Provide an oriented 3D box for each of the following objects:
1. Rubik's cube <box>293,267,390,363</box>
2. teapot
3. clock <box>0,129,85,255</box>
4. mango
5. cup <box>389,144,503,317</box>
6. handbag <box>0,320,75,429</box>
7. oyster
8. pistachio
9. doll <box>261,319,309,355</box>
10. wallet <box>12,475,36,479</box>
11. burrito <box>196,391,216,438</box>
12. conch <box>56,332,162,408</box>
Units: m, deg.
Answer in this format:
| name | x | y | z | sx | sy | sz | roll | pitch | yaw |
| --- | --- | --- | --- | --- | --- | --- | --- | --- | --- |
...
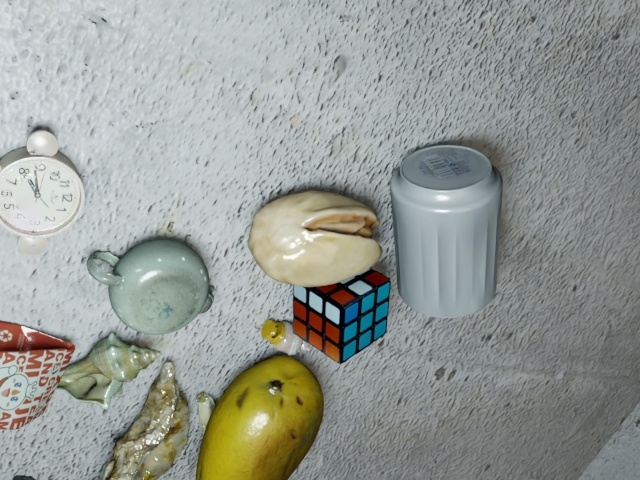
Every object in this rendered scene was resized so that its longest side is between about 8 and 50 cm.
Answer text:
| name | x | y | z | sx | sy | sz | roll | pitch | yaw |
| --- | --- | --- | --- | --- | --- | --- | --- | --- | --- |
| Rubik's cube | 0.044 | 0.146 | 1.541 | 0.162 | 0.163 | 0.161 | -25 | 130 | -36 |
| teapot | -0.315 | 0.086 | 1.349 | 0.294 | 0.129 | 0.193 | 23 | 105 | -35 |
| clock | -0.488 | -0.083 | 1.187 | 0.155 | 0.063 | 0.230 | 1 | 115 | -27 |
| mango | -0.151 | 0.474 | 1.603 | 0.301 | 0.220 | 0.445 | -9 | 128 | -61 |
| cup | 0.303 | -0.045 | 1.570 | 0.323 | 0.236 | 0.327 | -43 | 137 | -40 |
| handbag | -0.608 | 0.238 | 1.261 | 0.298 | 0.151 | 0.171 | 15 | 105 | -39 |
| oyster | -0.384 | 0.456 | 1.543 | 0.396 | 0.110 | 0.204 | -61 | 161 | -4 |
| pistachio | 0.000 | 0.000 | 1.443 | 0.317 | 0.213 | 0.194 | 3 | 74 | -39 |
| doll | -0.082 | 0.230 | 1.612 | 0.127 | 0.073 | 0.084 | 30 | 135 | -34 |
| wallet | -0.611 | 0.637 | 1.434 | 0.030 | 0.286 | 0.146 | -27 | 131 | 20 |
| burrito | -0.264 | 0.430 | 1.647 | 0.045 | 0.041 | 0.186 | 9 | 123 | 13 |
| conch | -0.429 | 0.272 | 1.403 | 0.233 | 0.137 | 0.114 | -37 | 156 | 7 |
